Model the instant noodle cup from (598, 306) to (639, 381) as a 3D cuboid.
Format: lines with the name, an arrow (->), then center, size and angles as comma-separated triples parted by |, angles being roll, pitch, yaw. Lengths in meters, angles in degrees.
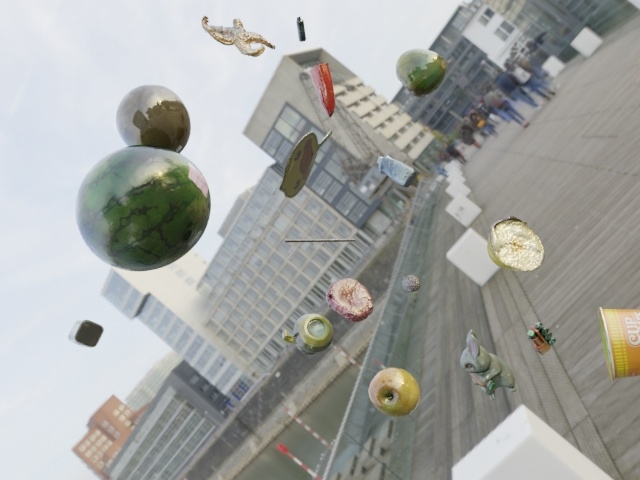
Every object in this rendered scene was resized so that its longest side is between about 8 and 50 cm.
instant noodle cup -> 0.707, 0.215, 1.062 | 0.184, 0.169, 0.168 | -8, 17, 25

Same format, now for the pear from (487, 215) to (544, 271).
pear -> 0.829, 0.049, 2.214 | 0.267, 0.266, 0.178 | -49, -9, -29

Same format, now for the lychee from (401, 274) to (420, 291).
lychee -> 0.365, 0.174, 2.030 | 0.068, 0.083, 0.067 | -56, -37, -1

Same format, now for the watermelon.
watermelon -> -0.476, -0.085, 1.347 | 0.363, 0.363, 0.363 | -50, -3, -4

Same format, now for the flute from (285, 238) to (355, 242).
flute -> 0.000, 0.000, 1.901 | 0.014, 0.269, 0.014 | 180, 90, -85

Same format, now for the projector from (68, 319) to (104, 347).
projector -> -0.818, 0.325, 1.748 | 0.082, 0.083, 0.083 | -10, 53, 49

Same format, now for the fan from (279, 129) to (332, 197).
fan -> -0.042, -0.270, 1.639 | 0.335, 0.011, 0.230 | -54, -18, -34

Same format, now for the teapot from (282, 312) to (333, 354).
teapot -> -0.042, 0.302, 1.600 | 0.119, 0.165, 0.131 | 114, 151, -55

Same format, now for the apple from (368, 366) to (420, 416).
apple -> 0.271, 0.548, 1.817 | 0.182, 0.182, 0.155 | -51, -15, 17

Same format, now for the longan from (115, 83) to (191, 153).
longan -> -0.511, -0.351, 1.530 | 0.248, 0.248, 0.248 | -50, -3, -4

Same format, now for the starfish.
starfish -> -0.222, -0.550, 1.365 | 0.209, 0.150, 0.053 | 3, -31, -26

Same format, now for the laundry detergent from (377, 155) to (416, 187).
laundry detergent -> 0.343, -0.332, 2.338 | 0.061, 0.206, 0.097 | 6, -62, -59

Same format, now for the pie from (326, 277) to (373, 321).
pie -> 0.090, 0.174, 1.496 | 0.153, 0.153, 0.038 | -47, -20, -45

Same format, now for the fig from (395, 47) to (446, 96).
fig -> 0.379, -0.631, 1.873 | 0.190, 0.181, 0.181 | -4, 35, 45

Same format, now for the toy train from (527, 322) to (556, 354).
toy train -> 0.664, 0.293, 1.510 | 0.064, 0.103, 0.044 | -41, 27, 5

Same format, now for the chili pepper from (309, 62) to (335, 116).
chili pepper -> 0.014, -0.489, 1.656 | 0.064, 0.169, 0.088 | -14, -1, -14

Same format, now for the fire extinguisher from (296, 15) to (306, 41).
fire extinguisher -> -0.065, -0.683, 1.606 | 0.025, 0.038, 0.083 | -31, -35, -16

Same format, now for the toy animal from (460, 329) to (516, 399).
toy animal -> 0.508, 0.385, 1.585 | 0.125, 0.251, 0.127 | -43, 19, -6
